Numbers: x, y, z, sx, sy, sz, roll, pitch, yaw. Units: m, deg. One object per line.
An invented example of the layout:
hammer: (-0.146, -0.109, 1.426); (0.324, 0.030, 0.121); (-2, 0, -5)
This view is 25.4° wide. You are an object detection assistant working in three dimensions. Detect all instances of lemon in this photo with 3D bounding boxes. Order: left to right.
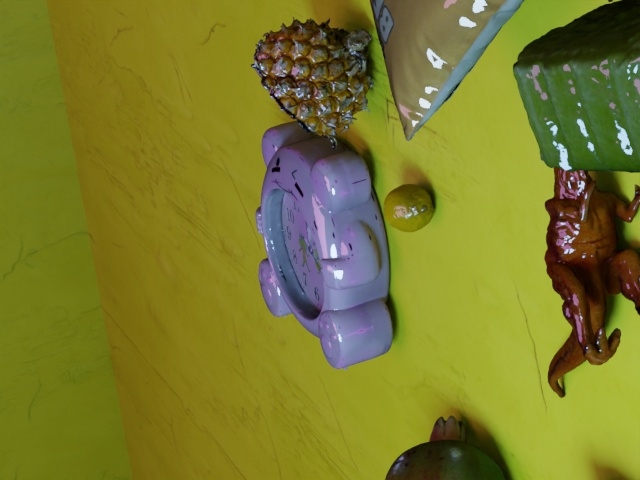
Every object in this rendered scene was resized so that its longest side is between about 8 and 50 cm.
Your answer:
lemon: (0.115, -0.042, 1.881); (0.092, 0.065, 0.065); (-11, 95, 66)

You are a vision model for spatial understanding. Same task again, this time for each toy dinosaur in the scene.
toy dinosaur: (0.286, 0.056, 1.509); (0.208, 0.097, 0.432); (-115, 23, -56)

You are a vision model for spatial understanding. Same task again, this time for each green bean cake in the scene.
green bean cake: (0.305, -0.145, 1.154); (0.248, 0.222, 0.125); (12, 124, 59)

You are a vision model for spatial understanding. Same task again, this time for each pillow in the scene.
pillow: (0.133, -0.317, 1.486); (0.312, 0.119, 0.310); (-52, 43, 49)

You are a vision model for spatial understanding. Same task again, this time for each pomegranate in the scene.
pomegranate: (0.172, 0.331, 1.915); (0.180, 0.180, 0.209); (104, 178, -52)

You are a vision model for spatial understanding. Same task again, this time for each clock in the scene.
clock: (0.000, 0.000, 2.120); (0.295, 0.113, 0.322); (36, 137, 56)

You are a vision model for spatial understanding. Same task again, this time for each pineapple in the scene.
pineapple: (0.014, -0.235, 1.902); (0.176, 0.137, 0.161); (48, -157, -13)

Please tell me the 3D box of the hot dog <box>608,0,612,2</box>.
hot dog: (0.274, -0.371, 1.170); (0.158, 0.117, 0.349); (-121, 36, -70)
